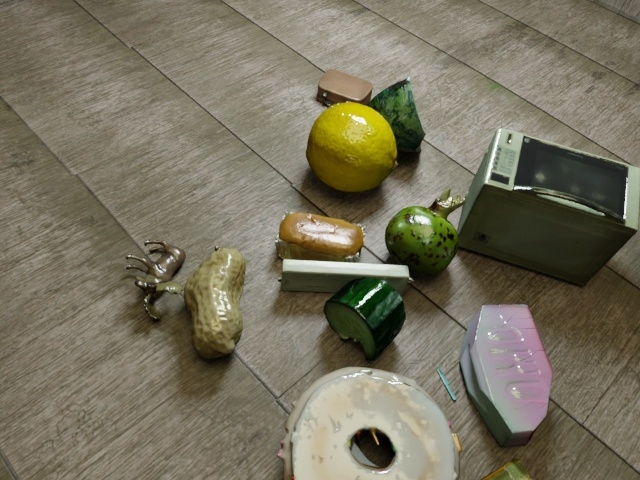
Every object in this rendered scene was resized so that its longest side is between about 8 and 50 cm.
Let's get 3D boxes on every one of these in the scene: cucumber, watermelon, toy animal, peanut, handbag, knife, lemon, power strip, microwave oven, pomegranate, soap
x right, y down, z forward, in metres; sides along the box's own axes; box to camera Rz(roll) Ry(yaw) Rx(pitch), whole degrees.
[{"bbox_3d":[0.105,0.185,1.311,0.191,0.191,0.130,36,49,21],"label":"cucumber"},{"bbox_3d":[0.257,-0.399,1.708,0.224,0.305,0.180,31,87,14],"label":"watermelon"},{"bbox_3d":[-0.423,0.089,1.381,0.186,0.093,0.214,32,47,8],"label":"toy animal"},{"bbox_3d":[-0.266,0.155,1.321,0.159,0.143,0.291,-18,54,23],"label":"peanut"},{"bbox_3d":[0.087,-0.547,1.948,0.193,0.072,0.151,22,53,9],"label":"handbag"},{"bbox_3d":[0.312,0.353,1.305,0.014,0.005,0.091,-16,55,-16],"label":"knife"},{"bbox_3d":[0.093,-0.282,1.614,0.293,0.293,0.293,3,52,-4],"label":"lemon"},{"bbox_3d":[0.070,0.101,1.413,0.367,0.106,0.043,3,55,-4],"label":"power strip"},{"bbox_3d":[0.627,-0.101,1.487,0.394,0.333,0.247,18,56,7],"label":"microwave oven"},{"bbox_3d":[0.293,-0.026,1.458,0.211,0.263,0.211,25,15,-7],"label":"pomegranate"},{"bbox_3d":[0.452,0.320,1.281,0.193,0.109,0.323,-1,53,-6],"label":"soap"}]

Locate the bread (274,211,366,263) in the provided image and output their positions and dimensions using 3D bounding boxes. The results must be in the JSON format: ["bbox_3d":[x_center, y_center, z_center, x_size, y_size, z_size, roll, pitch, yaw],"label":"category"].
[{"bbox_3d":[0.000,0.000,1.487,0.241,0.107,0.136,13,49,3],"label":"bread"}]

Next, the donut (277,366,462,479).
[{"bbox_3d":[0.101,0.456,1.114,0.383,0.142,0.382,2,51,-3],"label":"donut"}]

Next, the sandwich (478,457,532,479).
[{"bbox_3d":[0.375,0.573,1.135,0.187,0.144,0.117,-38,58,11],"label":"sandwich"}]

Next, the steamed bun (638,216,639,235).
[{"bbox_3d":[1.097,-0.016,1.537,0.334,0.233,0.312,9,49,-10],"label":"steamed bun"}]
